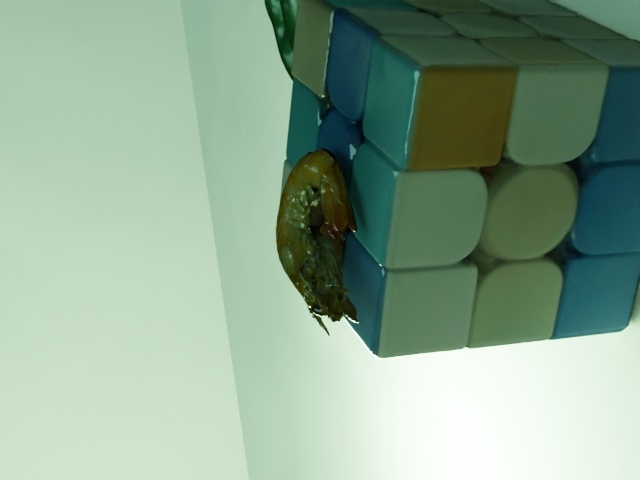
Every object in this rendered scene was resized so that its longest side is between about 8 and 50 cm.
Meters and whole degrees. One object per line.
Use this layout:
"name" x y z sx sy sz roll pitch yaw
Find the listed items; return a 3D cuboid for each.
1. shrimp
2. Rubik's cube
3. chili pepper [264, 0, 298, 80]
"shrimp" 0.000 0.000 1.235 0.248 0.068 0.150 -108 30 -43
"Rubik's cube" 0.170 -0.097 1.337 0.346 0.347 0.344 -130 40 -58
"chili pepper" 0.035 -0.366 1.830 0.248 0.233 0.256 152 105 -84
